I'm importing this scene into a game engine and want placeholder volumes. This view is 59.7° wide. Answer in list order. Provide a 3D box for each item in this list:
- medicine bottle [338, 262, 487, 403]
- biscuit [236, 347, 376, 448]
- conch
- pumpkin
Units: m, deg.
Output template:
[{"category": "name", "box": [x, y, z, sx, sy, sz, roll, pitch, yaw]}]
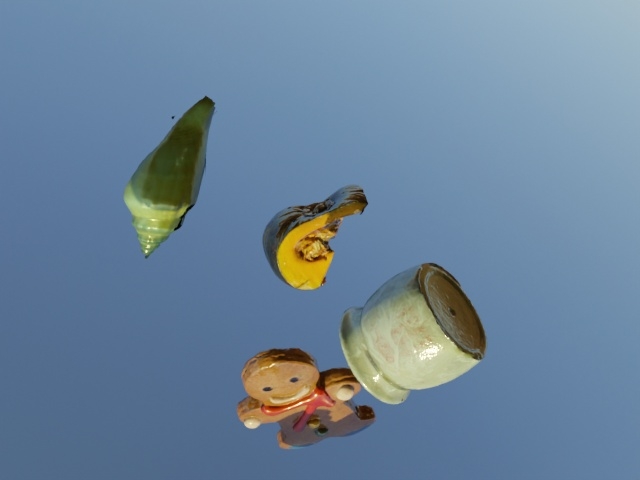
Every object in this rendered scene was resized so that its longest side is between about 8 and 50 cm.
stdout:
[{"category": "medicine bottle", "box": [0.117, 0.120, 0.718, 0.147, 0.143, 0.147, 34, -146, -28]}, {"category": "biscuit", "box": [-0.029, 0.264, 0.891, 0.206, 0.324, 0.049, -17, -133, 4]}, {"category": "conch", "box": [-0.180, -0.074, 0.666, 0.080, 0.095, 0.200, 29, -94, -24]}, {"category": "pumpkin", "box": [0.000, 0.001, 1.372, 0.281, 0.190, 0.139, -21, -155, -2]}]
